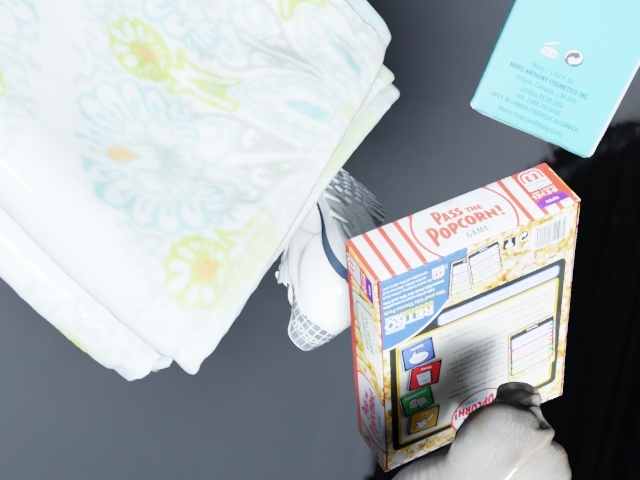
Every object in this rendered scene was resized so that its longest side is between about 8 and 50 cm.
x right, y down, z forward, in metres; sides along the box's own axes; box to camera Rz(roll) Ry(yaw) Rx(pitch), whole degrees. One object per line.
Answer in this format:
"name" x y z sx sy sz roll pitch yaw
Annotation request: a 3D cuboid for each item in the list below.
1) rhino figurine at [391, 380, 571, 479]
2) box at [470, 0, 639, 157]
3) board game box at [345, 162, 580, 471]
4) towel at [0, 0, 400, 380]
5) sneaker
"rhino figurine" 0.041 0.175 0.739 0.073 0.243 0.106 46 -179 4
"box" 0.137 -0.159 0.563 0.060 0.100 0.244 23 131 4
"board game box" 0.094 0.056 0.919 0.147 0.045 0.193 -21 137 -16
"towel" -0.135 -0.141 0.777 0.374 0.320 0.090 45 133 -11
"sneaker" 0.000 0.000 1.159 0.090 0.235 0.095 32 110 -16
